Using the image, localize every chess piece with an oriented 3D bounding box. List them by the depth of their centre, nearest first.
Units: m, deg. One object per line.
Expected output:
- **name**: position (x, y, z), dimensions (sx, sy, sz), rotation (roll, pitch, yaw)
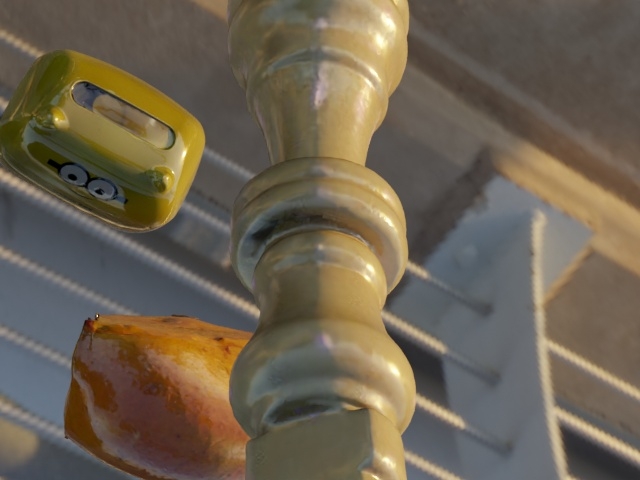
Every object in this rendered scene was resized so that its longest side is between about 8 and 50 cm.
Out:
- **chess piece**: position (0.000, 0.000, 0.961), dimensions (0.117, 0.397, 0.117), rotation (0, 138, 0)

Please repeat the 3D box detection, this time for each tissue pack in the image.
- **tissue pack**: position (-0.194, -0.090, 1.561), dimensions (0.178, 0.127, 0.123), rotation (29, 65, -15)

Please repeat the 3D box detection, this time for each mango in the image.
- **mango**: position (-0.097, 0.149, 1.562), dimensions (0.257, 0.187, 0.138), rotation (17, 106, -3)
